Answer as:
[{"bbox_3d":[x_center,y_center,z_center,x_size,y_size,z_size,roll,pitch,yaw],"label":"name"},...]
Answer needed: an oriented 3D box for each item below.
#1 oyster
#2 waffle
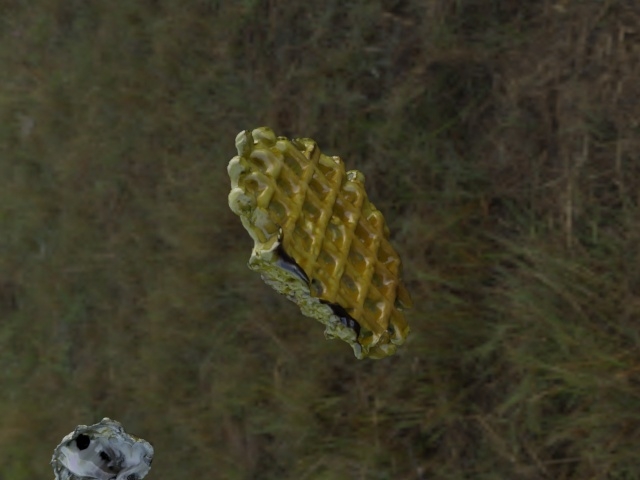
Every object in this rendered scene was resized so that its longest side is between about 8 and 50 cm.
[{"bbox_3d":[-0.245,0.225,1.232,0.200,0.061,0.106,-8,120,43],"label":"oyster"},{"bbox_3d":[0.003,-0.002,1.422,0.060,0.312,0.307,-31,59,32],"label":"waffle"}]
